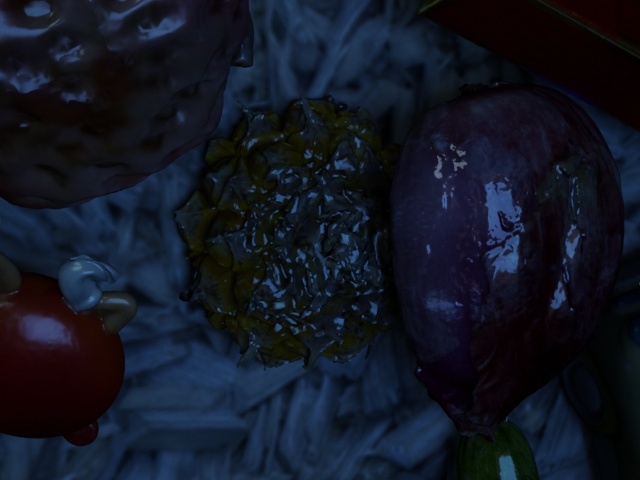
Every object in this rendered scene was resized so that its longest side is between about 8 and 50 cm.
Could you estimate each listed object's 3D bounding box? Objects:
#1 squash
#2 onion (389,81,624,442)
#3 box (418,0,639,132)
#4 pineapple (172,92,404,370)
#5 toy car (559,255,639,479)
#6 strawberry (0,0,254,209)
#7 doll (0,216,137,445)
[{"bbox_3d":[0.154,0.252,1.227,0.069,0.069,0.239,-17,108,-21],"label":"squash"},{"bbox_3d":[0.151,0.026,1.112,0.227,0.120,0.283,-23,117,-47],"label":"onion"},{"bbox_3d":[0.228,-0.196,1.114,0.313,0.089,0.197,23,63,-27],"label":"box"},{"bbox_3d":[0.000,0.000,1.096,0.225,0.076,0.225,-5,101,-24],"label":"pineapple"},{"bbox_3d":[0.354,0.171,1.215,0.242,0.226,0.336,-21,108,-20],"label":"toy car"},{"bbox_3d":[-0.200,-0.109,0.871,0.336,0.149,0.265,-6,146,-26],"label":"strawberry"},{"bbox_3d":[-0.200,0.058,0.985,0.183,0.085,0.217,-23,133,25],"label":"doll"}]
